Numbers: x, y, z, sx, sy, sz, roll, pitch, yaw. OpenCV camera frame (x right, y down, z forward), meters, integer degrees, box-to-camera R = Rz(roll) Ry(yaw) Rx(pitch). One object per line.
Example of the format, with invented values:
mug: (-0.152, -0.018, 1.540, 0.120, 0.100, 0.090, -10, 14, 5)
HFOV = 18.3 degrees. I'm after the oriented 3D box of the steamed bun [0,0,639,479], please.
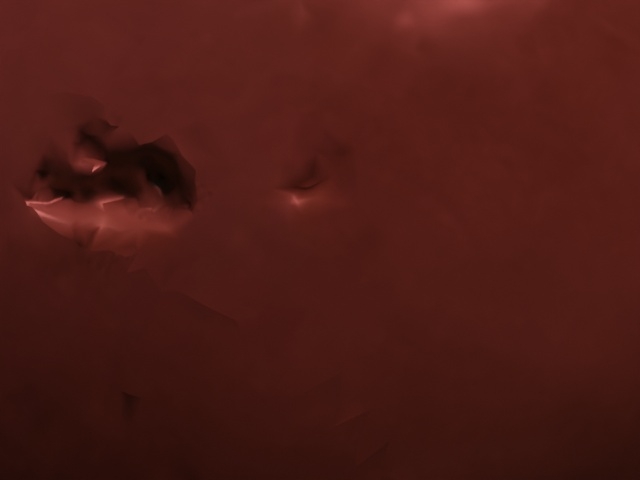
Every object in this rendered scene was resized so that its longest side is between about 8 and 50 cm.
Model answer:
steamed bun: (0.012, 0.009, 0.482, 0.206, 0.324, 0.324, 35, 27, -2)
